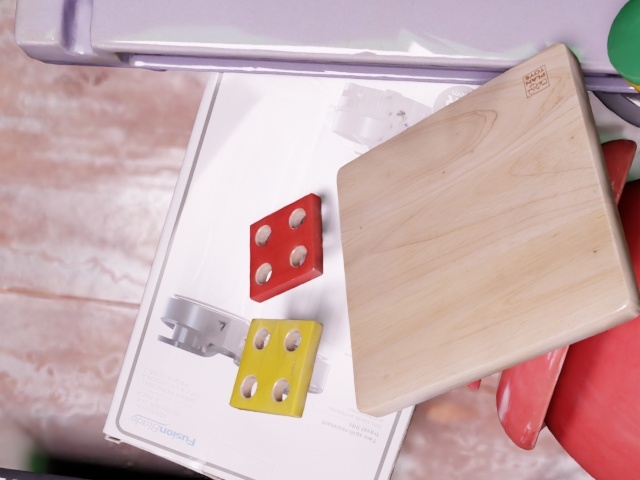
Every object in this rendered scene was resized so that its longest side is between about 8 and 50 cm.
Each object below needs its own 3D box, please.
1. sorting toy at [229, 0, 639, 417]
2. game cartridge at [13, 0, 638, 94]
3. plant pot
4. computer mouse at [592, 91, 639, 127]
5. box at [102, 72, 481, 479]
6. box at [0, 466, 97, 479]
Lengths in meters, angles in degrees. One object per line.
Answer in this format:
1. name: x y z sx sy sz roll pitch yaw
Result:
1. sorting toy: 0.068 0.005 0.461 0.274 0.046 0.132 -28 51 32
2. game cartridge: 0.037 -0.193 0.500 0.355 0.068 0.230 4 82 6
3. plant pot: 0.190 0.053 0.516 0.174 0.191 0.191 18 100 15
4. computer mouse: 0.172 -0.180 0.553 0.188 0.072 0.272 -22 81 13
5. box: 0.000 0.000 0.590 0.169 0.087 0.290 18 99 7
6. box: -0.108 0.217 0.611 0.220 0.051 0.175 4 131 9
